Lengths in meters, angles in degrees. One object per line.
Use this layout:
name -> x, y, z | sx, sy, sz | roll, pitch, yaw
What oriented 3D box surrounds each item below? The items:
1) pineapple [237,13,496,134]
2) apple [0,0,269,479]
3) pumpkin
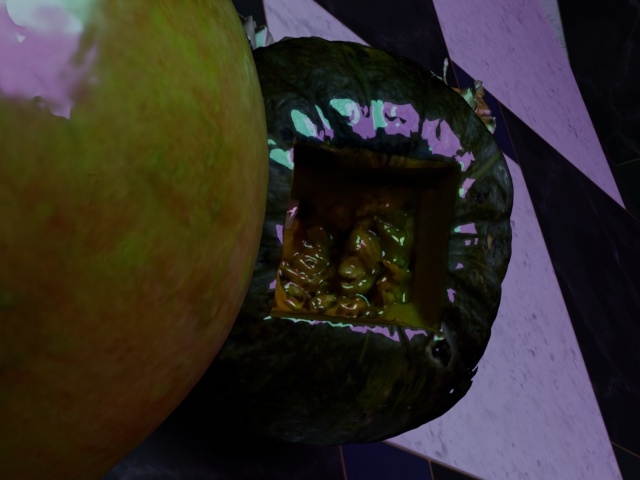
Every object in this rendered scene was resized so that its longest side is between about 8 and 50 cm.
pineapple -> -0.008, -0.116, 1.041 | 0.271, 0.262, 0.262 | 34, 34, -17
apple -> -0.198, -0.036, 0.480 | 0.339, 0.339, 0.339 | 39, 33, -32
pumpkin -> 0.000, 0.000, 0.829 | 0.320, 0.192, 0.320 | 1, 87, -20
